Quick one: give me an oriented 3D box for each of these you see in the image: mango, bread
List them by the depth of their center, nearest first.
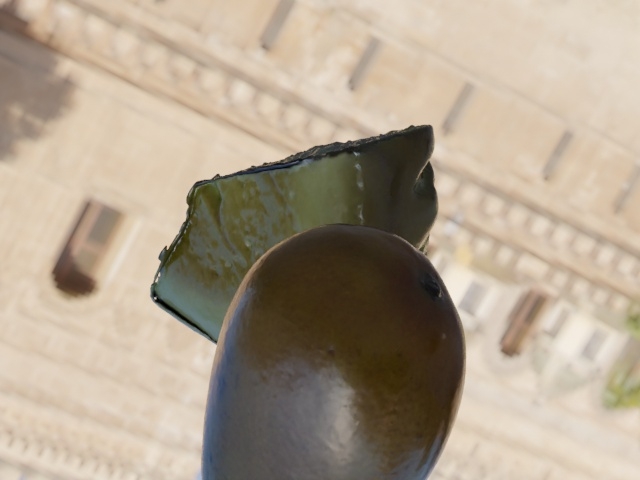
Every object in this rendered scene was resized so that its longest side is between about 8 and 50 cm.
[{"bbox_3d":[0.006,0.096,1.060,0.152,0.221,0.120,24,-158,24],"label":"mango"},{"bbox_3d":[-0.007,0.009,1.352,0.261,0.156,0.158,-11,-176,42],"label":"bread"}]
